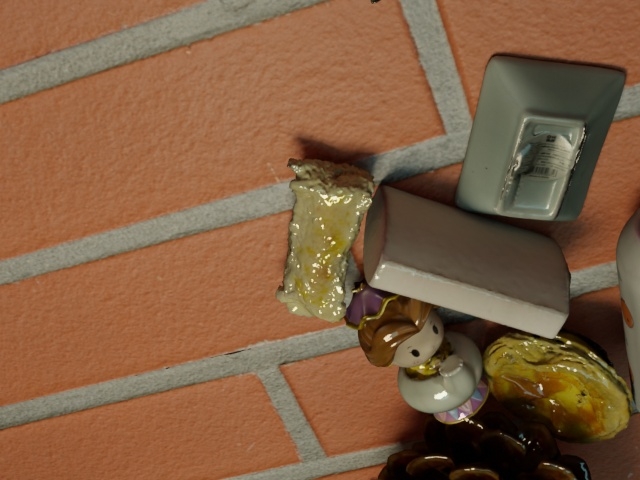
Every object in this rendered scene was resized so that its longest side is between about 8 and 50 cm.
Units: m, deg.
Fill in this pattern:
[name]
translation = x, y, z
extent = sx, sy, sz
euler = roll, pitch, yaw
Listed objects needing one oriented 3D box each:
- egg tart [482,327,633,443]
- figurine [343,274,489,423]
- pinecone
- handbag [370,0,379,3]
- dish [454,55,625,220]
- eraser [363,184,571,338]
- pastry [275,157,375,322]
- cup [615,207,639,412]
[egg tart]
translation = 0.360, 0.209, 1.637
extent = 0.241, 0.106, 0.241
euler = 23, 145, 17
[figurine]
translation = 0.139, 0.152, 1.590
extent = 0.142, 0.189, 0.263
euler = -50, 120, -16
[pinecone]
translation = 0.246, 0.459, 1.638
extent = 0.398, 0.398, 0.398
euler = 1, 129, 1
[handbag]
translation = 0.168, -0.346, 1.220
extent = 0.270, 0.117, 0.182
euler = -1, 137, 2
[dish]
translation = 0.287, -0.112, 1.422
extent = 0.182, 0.080, 0.243
euler = 6, 128, -3
[eraser]
translation = 0.197, 0.028, 1.475
extent = 0.270, 0.174, 0.095
euler = 17, 125, -12
[pastry]
translation = 0.006, 0.000, 1.511
extent = 0.121, 0.089, 0.258
euler = 17, 131, 12
[cup]
translation = 0.523, 0.096, 1.494
extent = 0.212, 0.212, 0.317
euler = -11, 127, 11
